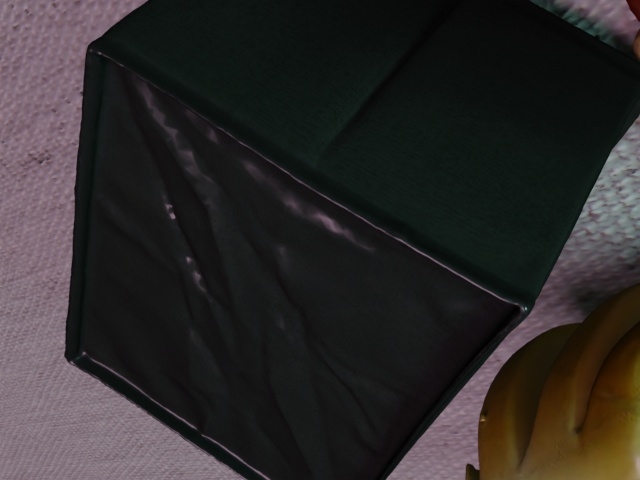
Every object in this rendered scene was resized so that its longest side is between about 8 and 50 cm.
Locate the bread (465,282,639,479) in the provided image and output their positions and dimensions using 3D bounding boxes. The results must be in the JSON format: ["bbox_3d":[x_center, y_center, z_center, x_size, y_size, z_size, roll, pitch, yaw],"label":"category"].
[{"bbox_3d":[0.274,0.143,0.591,0.315,0.211,0.270,31,134,-10],"label":"bread"}]

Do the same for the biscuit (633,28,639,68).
[{"bbox_3d":[0.243,-0.091,0.497,0.133,0.027,0.184,-3,128,44],"label":"biscuit"}]

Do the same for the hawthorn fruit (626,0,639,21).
[{"bbox_3d":[0.188,-0.164,0.295,0.307,0.276,0.276,26,145,38],"label":"hawthorn fruit"}]

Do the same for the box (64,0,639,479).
[{"bbox_3d":[0.000,-0.001,0.603,0.251,0.204,0.345,33,141,8],"label":"box"}]
